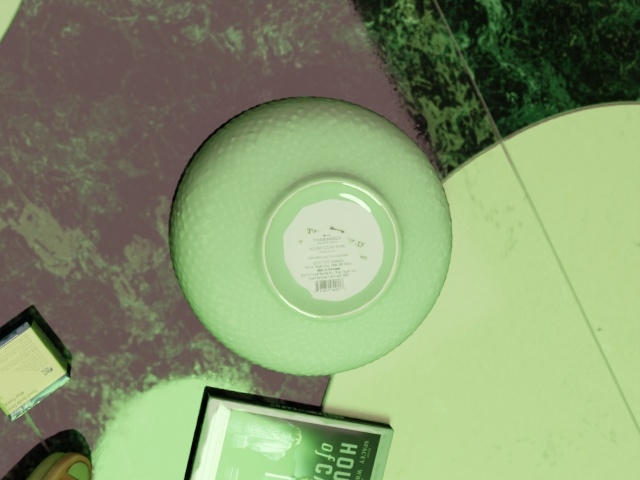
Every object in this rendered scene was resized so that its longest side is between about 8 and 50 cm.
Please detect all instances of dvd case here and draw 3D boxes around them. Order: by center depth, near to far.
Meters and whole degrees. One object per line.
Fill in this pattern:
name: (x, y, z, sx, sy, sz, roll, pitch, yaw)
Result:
dvd case: (-0.043, 0.295, 1.345, 0.238, 0.029, 0.179, 12, 95, -12)

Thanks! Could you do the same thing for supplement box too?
supplement box: (-0.344, 0.145, 1.250, 0.083, 0.056, 0.083, -37, 102, -5)

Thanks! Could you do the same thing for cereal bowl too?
cereal bowl: (0.000, 0.000, 1.260, 0.339, 0.141, 0.339, -1, 97, -12)

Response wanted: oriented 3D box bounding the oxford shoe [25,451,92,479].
oxford shoe: (-0.397, 0.376, 1.239, 0.130, 0.123, 0.348, 25, 71, 27)
